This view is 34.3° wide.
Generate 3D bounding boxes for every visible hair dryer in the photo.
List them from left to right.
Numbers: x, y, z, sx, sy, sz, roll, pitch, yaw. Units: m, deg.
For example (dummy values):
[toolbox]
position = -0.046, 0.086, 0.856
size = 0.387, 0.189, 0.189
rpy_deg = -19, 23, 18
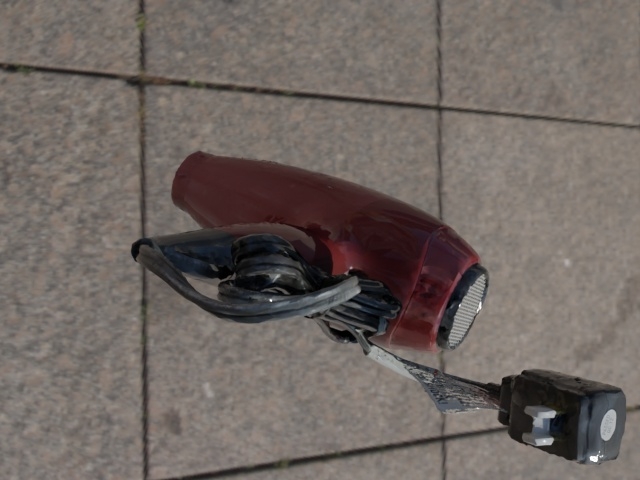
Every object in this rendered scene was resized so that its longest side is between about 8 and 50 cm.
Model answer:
[hair dryer]
position = 0.000, 0.000, 0.509
size = 0.223, 0.293, 0.080
rpy_deg = 27, 90, -28
